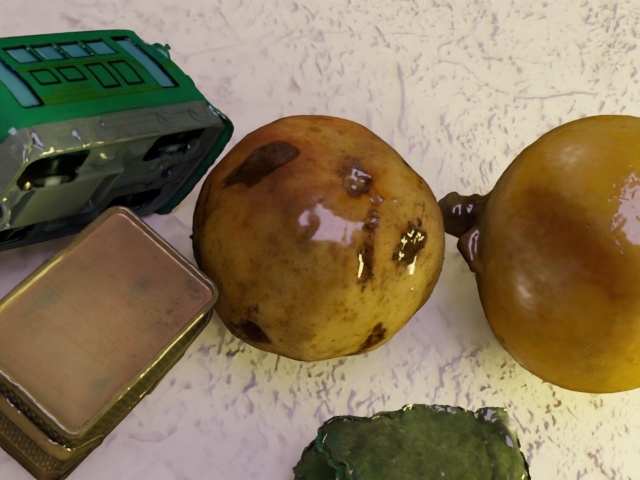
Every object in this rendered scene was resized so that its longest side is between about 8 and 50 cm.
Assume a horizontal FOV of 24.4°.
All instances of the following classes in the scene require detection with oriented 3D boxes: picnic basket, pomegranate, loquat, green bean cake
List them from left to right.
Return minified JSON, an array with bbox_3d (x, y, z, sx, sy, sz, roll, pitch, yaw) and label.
[{"bbox_3d":[-0.246,0.105,1.543,0.165,0.139,0.267,40,54,5],"label":"picnic basket"},{"bbox_3d":[0.000,0.000,1.634,0.281,0.281,0.281,10,57,-16],"label":"pomegranate"},{"bbox_3d":[0.112,0.304,1.569,0.241,0.132,0.255,-4,60,-24],"label":"green bean cake"},{"bbox_3d":[0.304,0.011,1.719,0.359,0.328,0.328,14,52,17],"label":"loquat"}]

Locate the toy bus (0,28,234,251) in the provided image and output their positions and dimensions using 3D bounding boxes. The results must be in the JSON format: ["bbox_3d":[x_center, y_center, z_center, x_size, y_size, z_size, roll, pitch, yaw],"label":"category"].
[{"bbox_3d":[-0.282,-0.117,1.590,0.199,0.183,0.343,51,33,16],"label":"toy bus"}]
